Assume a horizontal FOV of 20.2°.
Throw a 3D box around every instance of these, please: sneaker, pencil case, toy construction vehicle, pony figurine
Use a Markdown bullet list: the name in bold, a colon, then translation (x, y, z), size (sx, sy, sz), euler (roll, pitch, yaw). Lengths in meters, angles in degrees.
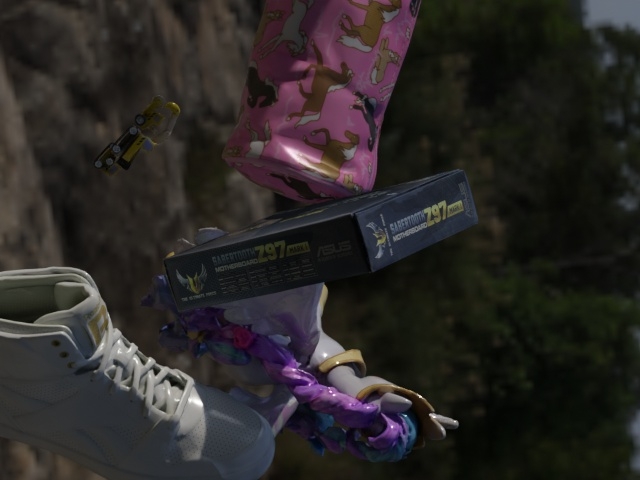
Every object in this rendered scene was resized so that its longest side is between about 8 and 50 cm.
- **sneaker**: translation (-0.177, 0.118, 1.541), size (0.169, 0.292, 0.108), euler (99, 5, -47)
- **pencil case**: translation (0.021, -0.225, 1.979), size (0.160, 0.167, 0.386), euler (29, 76, -51)
- **toy construction vehicle**: translation (-0.180, -0.100, 1.782), size (0.035, 0.098, 0.086), euler (43, -5, -10)
- **pony figurine**: translation (-0.061, 0.125, 1.989), size (0.363, 0.351, 0.303), euler (37, -69, 59)

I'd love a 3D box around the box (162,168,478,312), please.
- **box**: translation (0.000, 0.000, 1.643), size (0.183, 0.232, 0.059), euler (-24, 98, -51)
